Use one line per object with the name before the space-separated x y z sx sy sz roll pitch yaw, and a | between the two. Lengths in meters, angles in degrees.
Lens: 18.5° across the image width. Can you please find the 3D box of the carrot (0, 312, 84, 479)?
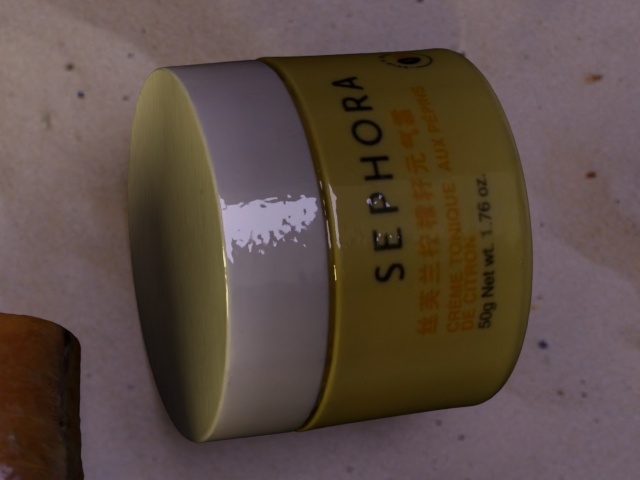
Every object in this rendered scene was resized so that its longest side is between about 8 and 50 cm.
carrot | -0.192 0.197 1.084 0.138 0.139 0.302 3 65 -15

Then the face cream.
face cream | 0.000 0.000 1.147 0.179 0.218 0.218 -6 75 -19
